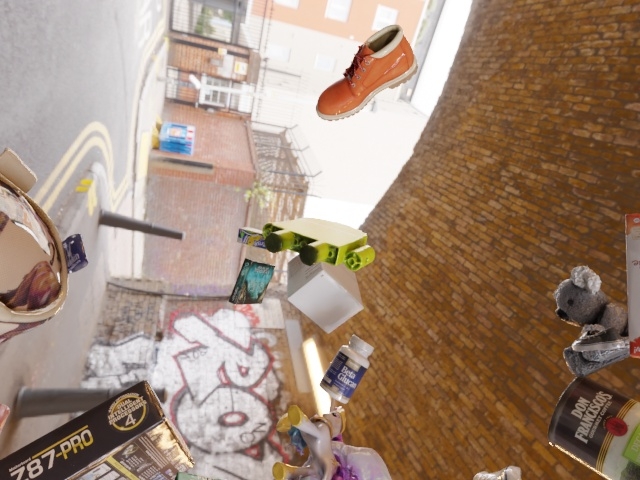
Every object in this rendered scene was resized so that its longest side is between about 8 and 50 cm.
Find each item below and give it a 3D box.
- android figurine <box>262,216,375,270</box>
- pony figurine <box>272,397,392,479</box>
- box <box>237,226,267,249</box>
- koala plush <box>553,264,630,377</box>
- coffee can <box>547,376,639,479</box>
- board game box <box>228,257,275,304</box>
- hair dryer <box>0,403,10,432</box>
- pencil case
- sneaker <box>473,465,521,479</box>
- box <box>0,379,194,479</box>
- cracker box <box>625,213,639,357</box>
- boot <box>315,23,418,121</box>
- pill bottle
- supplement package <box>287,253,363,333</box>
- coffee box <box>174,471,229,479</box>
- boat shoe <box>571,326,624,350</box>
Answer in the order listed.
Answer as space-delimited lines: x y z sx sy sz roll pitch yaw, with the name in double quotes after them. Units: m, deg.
0.000 0.000 0.960 0.273 0.248 0.056 -18 123 -64 "android figurine"
0.016 0.623 1.214 0.302 0.363 0.351 -24 -115 19 "pony figurine"
-0.206 -0.004 1.516 0.059 0.168 0.054 -13 115 -66 "box"
0.674 0.184 1.068 0.196 0.203 0.221 72 -4 -55 "koala plush"
0.722 0.475 1.012 0.275 0.201 0.202 24 -71 49 "coffee can"
-0.189 0.119 1.219 0.186 0.026 0.126 27 83 -74 "board game box"
-0.731 0.387 0.792 0.223 0.293 0.080 21 -70 28 "hair dryer"
-0.439 0.074 0.394 0.160 0.410 0.184 61 6 -37 "pencil case"
0.374 0.536 0.916 0.258 0.091 0.094 70 27 -50 "sneaker"
-0.423 0.447 0.814 0.097 0.318 0.395 48 -28 25 "box"
0.570 0.072 0.667 0.155 0.067 0.232 -3 -103 37 "cracker box"
0.053 -0.230 0.592 0.059 0.157 0.084 64 12 23 "boot"
0.077 0.352 1.194 0.169 0.094 0.094 -58 -164 -9 "pill bottle"
0.009 0.141 1.367 0.149 0.194 0.203 -39 -156 15 "supplement package"
-0.177 0.444 0.669 0.041 0.113 0.184 -68 -160 3 "coffee box"
0.565 0.203 0.885 0.142 0.049 0.040 95 -15 -74 "boat shoe"
